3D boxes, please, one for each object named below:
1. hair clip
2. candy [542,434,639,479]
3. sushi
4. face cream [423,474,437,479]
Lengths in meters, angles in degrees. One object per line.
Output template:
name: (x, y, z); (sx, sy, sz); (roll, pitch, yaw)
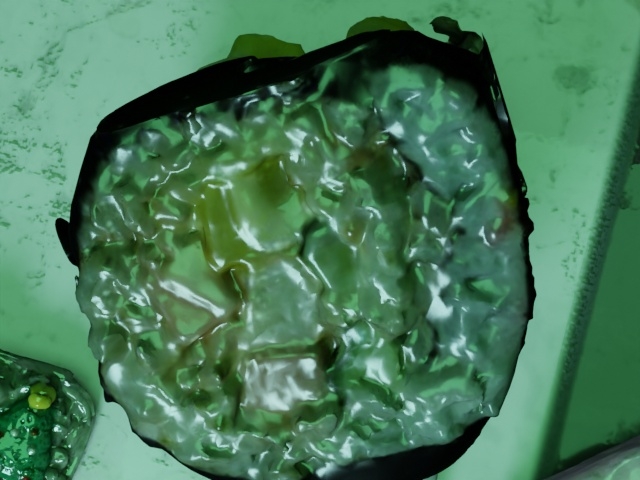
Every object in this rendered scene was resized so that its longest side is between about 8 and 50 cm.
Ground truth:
hair clip: (-0.357, 0.124, 1.003); (0.321, 0.091, 0.138); (20, 87, 10)
candy: (0.265, 0.226, 0.904); (0.265, 0.116, 0.155); (-25, 77, 1)
sushi: (0.000, 0.000, 0.902); (0.328, 0.285, 0.328); (-19, 101, 9)
face cream: (0.075, 0.222, 0.966); (0.034, 0.034, 0.130); (9, 83, 8)
